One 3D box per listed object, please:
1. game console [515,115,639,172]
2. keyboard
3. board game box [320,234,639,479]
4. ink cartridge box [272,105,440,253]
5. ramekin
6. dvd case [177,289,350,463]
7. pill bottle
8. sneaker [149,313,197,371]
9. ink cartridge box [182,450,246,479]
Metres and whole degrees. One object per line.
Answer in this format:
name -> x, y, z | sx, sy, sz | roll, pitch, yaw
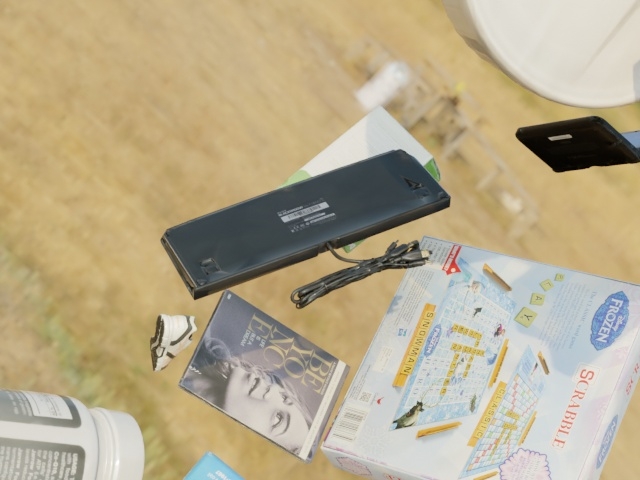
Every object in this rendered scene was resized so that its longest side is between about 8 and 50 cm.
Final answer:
game console -> 0.279, -0.111, 1.548 | 0.107, 0.071, 0.122 | 37, -23, -28
keyboard -> 0.000, 0.000, 1.701 | 0.201, 0.317, 0.033 | -127, -158, -46
board game box -> 0.208, 0.168, 1.842 | 0.318, 0.318, 0.066 | 14, -27, 29
ink cartridge box -> 0.033, -0.059, 1.900 | 0.109, 0.209, 0.062 | 47, -8, 29
ramekin -> 0.226, -0.256, 1.368 | 0.273, 0.273, 0.127 | 40, -5, -18
dvd case -> -0.076, 0.192, 2.169 | 0.221, 0.018, 0.164 | 34, 59, -16
pill bottle -> -0.364, 0.256, 1.806 | 0.283, 0.161, 0.161 | 12, 31, -35
sneaker -> -0.164, 0.115, 1.700 | 0.044, 0.109, 0.040 | -4, 65, -19
ink cartridge box -> -0.135, 0.437, 1.764 | 0.223, 0.307, 0.129 | 37, -11, 18
